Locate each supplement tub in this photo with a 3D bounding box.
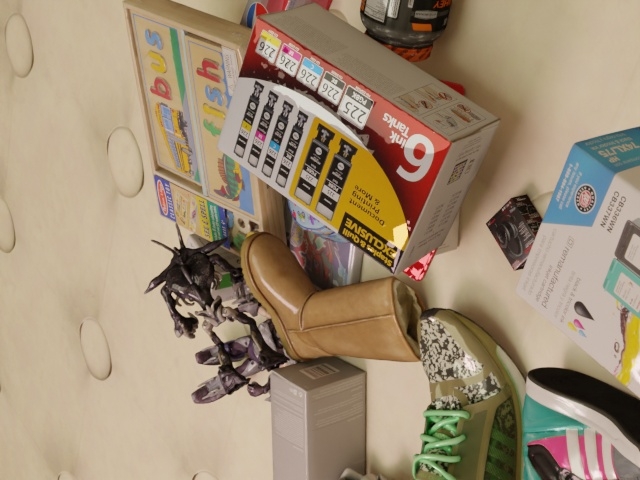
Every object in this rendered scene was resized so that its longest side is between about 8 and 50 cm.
[{"bbox_3d":[0.116,-0.334,1.469,0.117,0.117,0.190,38,130,40],"label":"supplement tub"}]

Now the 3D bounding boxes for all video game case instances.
[{"bbox_3d":[0.000,0.000,1.805,0.183,0.023,0.201,32,125,43],"label":"video game case"}]

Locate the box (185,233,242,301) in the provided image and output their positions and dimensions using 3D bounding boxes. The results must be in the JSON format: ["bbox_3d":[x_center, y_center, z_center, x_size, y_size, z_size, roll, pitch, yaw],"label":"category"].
[{"bbox_3d":[-0.172,0.042,1.979,0.102,0.101,0.087,52,137,30],"label":"box"}]

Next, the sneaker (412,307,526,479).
[{"bbox_3d":[0.185,0.294,1.520,0.158,0.182,0.410,-19,85,54],"label":"sneaker"}]

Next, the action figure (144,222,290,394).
[{"bbox_3d":[-0.173,0.107,1.842,0.276,0.164,0.141,59,179,11],"label":"action figure"}]

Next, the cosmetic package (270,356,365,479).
[{"bbox_3d":[-0.003,0.317,1.824,0.107,0.127,0.238,23,117,47],"label":"cosmetic package"}]

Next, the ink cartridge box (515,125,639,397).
[{"bbox_3d":[0.382,0.035,1.165,0.270,0.197,0.198,43,132,36],"label":"ink cartridge box"}]

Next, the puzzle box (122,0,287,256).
[{"bbox_3d":[-0.181,-0.171,1.811,0.272,0.052,0.409,26,136,36],"label":"puzzle box"}]

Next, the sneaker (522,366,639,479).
[{"bbox_3d":[0.343,0.285,1.355,0.295,0.124,0.178,30,119,54],"label":"sneaker"}]

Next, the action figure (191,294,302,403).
[{"bbox_3d":[-0.117,0.195,1.961,0.285,0.099,0.185,-34,61,47],"label":"action figure"}]

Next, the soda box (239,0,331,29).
[{"bbox_3d":[-0.071,-0.303,1.745,0.083,0.092,0.263,51,136,27],"label":"soda box"}]

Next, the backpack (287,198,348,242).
[{"bbox_3d":[0.005,-0.085,1.670,0.158,0.117,0.173,10,96,50],"label":"backpack"}]

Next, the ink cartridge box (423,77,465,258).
[{"bbox_3d":[0.123,-0.105,1.563,0.134,0.078,0.231,22,118,47],"label":"ink cartridge box"}]

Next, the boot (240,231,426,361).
[{"bbox_3d":[0.024,0.078,1.711,0.269,0.089,0.236,-10,114,49],"label":"boot"}]

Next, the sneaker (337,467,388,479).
[{"bbox_3d":[0.106,0.413,1.709,0.262,0.099,0.121,2,121,52],"label":"sneaker"}]

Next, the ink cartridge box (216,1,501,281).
[{"bbox_3d":[0.031,-0.108,1.473,0.309,0.130,0.272,35,126,22],"label":"ink cartridge box"}]

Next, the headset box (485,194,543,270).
[{"bbox_3d":[0.257,-0.006,1.457,0.062,0.032,0.083,-50,60,47],"label":"headset box"}]
